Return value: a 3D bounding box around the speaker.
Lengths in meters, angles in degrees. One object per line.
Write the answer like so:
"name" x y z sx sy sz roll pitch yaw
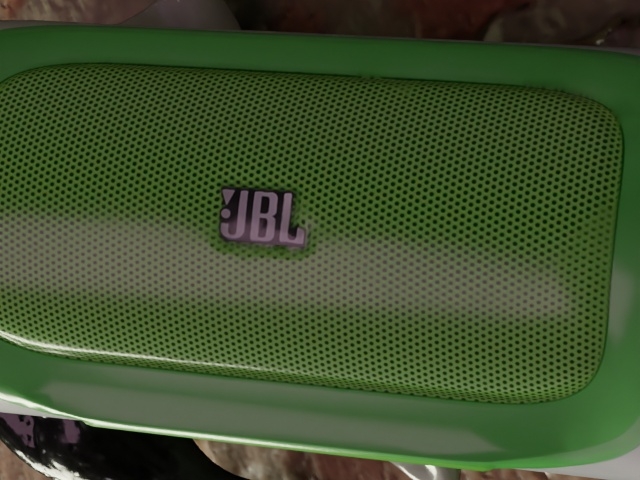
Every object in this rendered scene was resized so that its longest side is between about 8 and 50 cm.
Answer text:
"speaker" 0.000 0.000 0.565 0.297 0.131 0.131 4 112 16

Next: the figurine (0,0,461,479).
"figurine" -0.040 0.043 0.718 0.209 0.092 0.215 45 131 8
